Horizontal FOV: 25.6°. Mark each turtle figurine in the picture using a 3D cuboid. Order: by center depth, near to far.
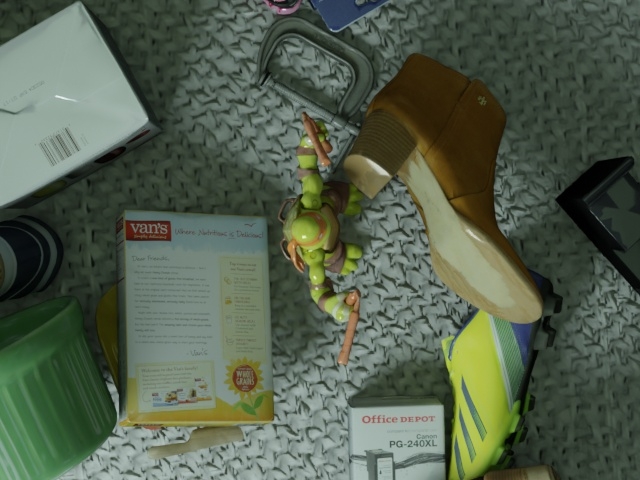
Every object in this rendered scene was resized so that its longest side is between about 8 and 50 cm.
[{"bbox_3d":[0.000,0.000,1.548,0.087,0.217,0.269,-12,88,9],"label":"turtle figurine"}]

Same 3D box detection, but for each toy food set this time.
[{"bbox_3d":[-0.186,0.147,1.615,0.128,0.071,0.218,-17,84,-26],"label":"toy food set"}]

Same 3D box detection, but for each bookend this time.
[{"bbox_3d":[0.356,-0.013,1.593,0.072,0.157,0.156,-42,91,0],"label":"bookend"}]

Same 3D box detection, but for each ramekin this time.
[{"bbox_3d":[-0.367,0.192,1.509,0.303,0.303,0.148,-25,99,-1],"label":"ramekin"}]

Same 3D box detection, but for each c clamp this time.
[{"bbox_3d":[-0.010,-0.179,1.645,0.160,0.022,0.137,35,90,-3],"label":"c clamp"}]

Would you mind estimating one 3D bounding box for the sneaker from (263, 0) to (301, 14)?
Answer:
[{"bbox_3d":[-0.076,-0.303,1.624,0.119,0.057,0.047,25,92,-1],"label":"sneaker"}]

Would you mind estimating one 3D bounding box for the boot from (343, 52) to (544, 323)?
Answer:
[{"bbox_3d":[0.174,-0.068,1.584,0.295,0.104,0.211,43,51,-8],"label":"boot"}]

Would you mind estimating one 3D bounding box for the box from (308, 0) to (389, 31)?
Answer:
[{"bbox_3d":[0.012,-0.366,1.635,0.136,0.036,0.225,-31,90,-1],"label":"box"}]

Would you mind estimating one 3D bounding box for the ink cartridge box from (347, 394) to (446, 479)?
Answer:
[{"bbox_3d":[0.089,0.259,1.635,0.109,0.063,0.150,-2,92,-2],"label":"ink cartridge box"}]

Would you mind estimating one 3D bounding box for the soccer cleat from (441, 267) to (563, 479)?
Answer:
[{"bbox_3d":[0.189,0.168,1.635,0.121,0.093,0.289,18,92,18],"label":"soccer cleat"}]

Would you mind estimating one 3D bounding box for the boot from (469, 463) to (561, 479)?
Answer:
[{"bbox_3d":[0.203,0.351,1.608,0.207,0.090,0.248,-23,131,14],"label":"boot"}]

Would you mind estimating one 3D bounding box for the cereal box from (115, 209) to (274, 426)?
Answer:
[{"bbox_3d":[-0.141,0.088,1.582,0.173,0.047,0.240,3,75,-22],"label":"cereal box"}]

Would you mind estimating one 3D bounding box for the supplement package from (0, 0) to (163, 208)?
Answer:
[{"bbox_3d":[-0.296,-0.142,1.547,0.194,0.203,0.149,-30,92,0],"label":"supplement package"}]

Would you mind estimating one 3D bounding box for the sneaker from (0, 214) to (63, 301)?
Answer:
[{"bbox_3d":[-0.423,0.040,1.609,0.282,0.153,0.099,-12,96,29],"label":"sneaker"}]
